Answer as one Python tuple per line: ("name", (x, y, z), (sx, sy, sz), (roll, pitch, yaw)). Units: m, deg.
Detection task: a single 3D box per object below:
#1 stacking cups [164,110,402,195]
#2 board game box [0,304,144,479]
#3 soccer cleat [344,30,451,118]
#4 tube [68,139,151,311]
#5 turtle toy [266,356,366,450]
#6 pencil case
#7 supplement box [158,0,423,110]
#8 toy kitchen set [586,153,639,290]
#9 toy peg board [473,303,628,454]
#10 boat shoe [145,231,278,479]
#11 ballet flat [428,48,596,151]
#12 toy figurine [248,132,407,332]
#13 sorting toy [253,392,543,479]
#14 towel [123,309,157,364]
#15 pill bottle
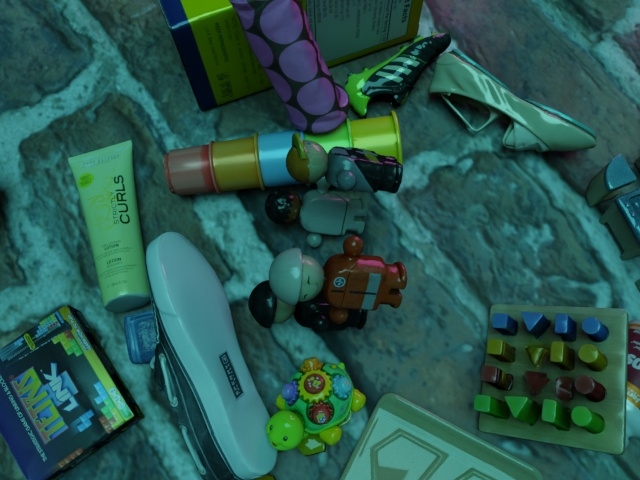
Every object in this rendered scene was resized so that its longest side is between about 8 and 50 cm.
("stacking cups", (-0.050, -0.110, 0.812), (0.315, 0.096, 0.096), (-7, 72, 4))
("board game box", (-0.325, 0.189, 0.729), (0.141, 0.048, 0.170), (-35, 75, -11))
("soccer cleat", (0.119, -0.241, 0.863), (0.178, 0.060, 0.072), (-30, 84, -2))
("tube", (-0.281, -0.025, 0.795), (0.070, 0.062, 0.240), (3, 60, -41))
("turtle toy", (-0.012, 0.193, 0.695), (0.095, 0.066, 0.130), (27, 61, 28))
("pencil case", (-0.033, -0.232, 0.714), (0.095, 0.209, 0.098), (9, 59, 28))
("supplement box", (-0.048, -0.363, 0.828), (0.356, 0.194, 0.195), (-20, 73, -6))
("toy kitchen set", (0.474, -0.038, 0.755), (0.166, 0.122, 0.207), (-21, 73, -6))
("toy peg board", (0.258, 0.147, 0.680), (0.161, 0.079, 0.161), (-2, 68, 36))
("boat shoe", (-0.152, 0.142, 0.698), (0.102, 0.108, 0.302), (-24, 89, 22))
("ballet flat", (0.260, -0.175, 0.833), (0.248, 0.086, 0.086), (36, 76, 13))
("toy figurine", (0.000, 0.000, 0.700), (0.148, 0.213, 0.210), (5, 72, -12))
("sorting toy", (0.077, 0.306, 0.696), (0.307, 0.041, 0.229), (25, 71, 15))
("towel", (-0.190, 0.116, 0.761), (0.119, 0.029, 0.067), (-13, 73, -4))
("pill bottle", (0.369, 0.176, 0.705), (0.086, 0.086, 0.152), (39, 76, 12))
